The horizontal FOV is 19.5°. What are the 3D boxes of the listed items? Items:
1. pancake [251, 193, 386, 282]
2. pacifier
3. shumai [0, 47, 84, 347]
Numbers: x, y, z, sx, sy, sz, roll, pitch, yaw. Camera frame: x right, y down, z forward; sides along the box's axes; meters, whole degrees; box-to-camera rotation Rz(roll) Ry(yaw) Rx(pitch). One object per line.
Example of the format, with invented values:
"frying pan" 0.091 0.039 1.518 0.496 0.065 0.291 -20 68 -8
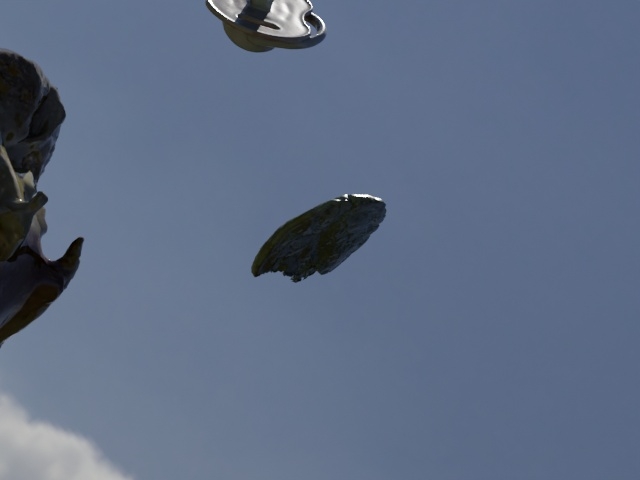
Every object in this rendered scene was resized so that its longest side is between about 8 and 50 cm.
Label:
"pancake" 0.005 -0.003 1.598 0.022 0.116 0.129 56 21 22
"pacifier" -0.029 -0.162 1.186 0.081 0.099 0.078 15 -64 -7
"shumai" -0.344 -0.010 1.525 0.267 0.314 0.262 -45 -130 41
